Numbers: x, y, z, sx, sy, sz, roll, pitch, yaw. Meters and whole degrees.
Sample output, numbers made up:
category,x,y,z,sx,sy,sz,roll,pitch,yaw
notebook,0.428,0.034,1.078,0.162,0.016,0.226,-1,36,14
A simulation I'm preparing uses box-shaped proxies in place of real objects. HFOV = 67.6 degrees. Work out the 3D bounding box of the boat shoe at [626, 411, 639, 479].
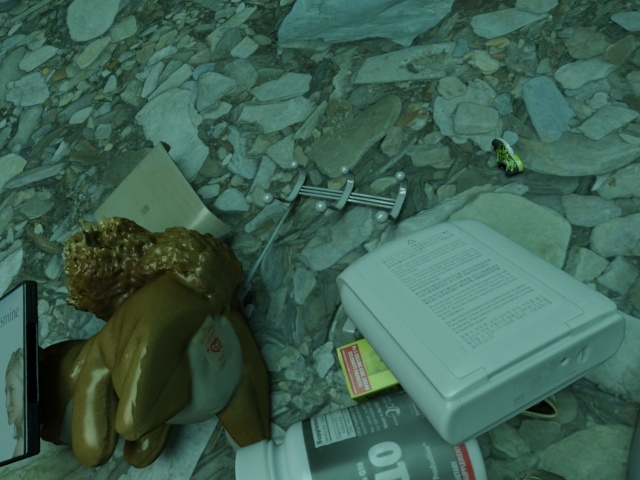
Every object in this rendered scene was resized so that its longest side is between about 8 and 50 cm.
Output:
category,x,y,z,sx,sy,sz,roll,pitch,yaw
boat shoe,0.458,0.220,0.584,0.102,0.108,0.301,19,63,28

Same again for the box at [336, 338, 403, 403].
category,x,y,z,sx,sy,sz,roll,pitch,yaw
box,0.149,0.170,0.734,0.233,0.058,0.087,-21,59,7

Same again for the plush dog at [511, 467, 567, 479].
category,x,y,z,sx,sy,sz,roll,pitch,yaw
plush dog,0.236,0.372,0.475,0.263,0.211,0.225,-1,70,62

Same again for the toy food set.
category,x,y,z,sx,sy,sz,roll,pitch,yaw
toy food set,-0.338,-0.046,1.009,0.220,0.092,0.306,-45,57,6

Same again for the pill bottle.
category,x,y,z,sx,sy,sz,roll,pitch,yaw
pill bottle,0.048,0.296,0.608,0.284,0.161,0.161,-15,58,-5

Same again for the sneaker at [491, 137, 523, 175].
category,x,y,z,sx,sy,sz,roll,pitch,yaw
sneaker,0.330,-0.151,0.862,0.035,0.031,0.083,-28,58,3

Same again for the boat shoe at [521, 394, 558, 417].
category,x,y,z,sx,sy,sz,roll,pitch,yaw
boat shoe,0.228,0.192,0.648,0.190,0.072,0.068,14,101,3

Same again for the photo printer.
category,x,y,z,sx,sy,sz,roll,pitch,yaw
photo printer,0.179,0.086,0.642,0.256,0.107,0.307,-23,34,-14

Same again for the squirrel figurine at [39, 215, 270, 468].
category,x,y,z,sx,sy,sz,roll,pitch,yaw
squirrel figurine,-0.312,0.162,0.789,0.371,0.281,0.396,-14,67,27

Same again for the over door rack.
category,x,y,z,sx,sy,sz,roll,pitch,yaw
over door rack,0.000,0.000,0.848,0.240,0.108,0.323,11,67,24

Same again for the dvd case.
category,x,y,z,sx,sy,sz,roll,pitch,yaw
dvd case,-0.479,0.207,0.726,0.181,0.022,0.252,-27,66,31
